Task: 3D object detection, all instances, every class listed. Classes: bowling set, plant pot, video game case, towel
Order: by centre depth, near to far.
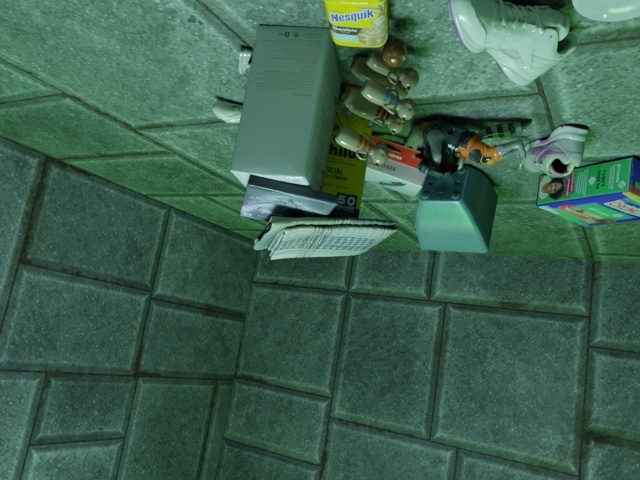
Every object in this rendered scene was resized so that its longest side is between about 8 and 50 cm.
[{"bbox_3d":[0.156,-0.313,1.173,0.154,0.287,0.200,23,151,-20],"label":"bowling set"},{"bbox_3d":[-0.083,-0.079,1.281,0.196,0.026,0.274,12,167,-9],"label":"video game case"},{"bbox_3d":[0.000,0.000,1.396,0.324,0.056,0.312,1,169,-14],"label":"towel"},{"bbox_3d":[0.458,-0.129,1.907,0.247,0.248,0.252,4,152,29],"label":"plant pot"}]

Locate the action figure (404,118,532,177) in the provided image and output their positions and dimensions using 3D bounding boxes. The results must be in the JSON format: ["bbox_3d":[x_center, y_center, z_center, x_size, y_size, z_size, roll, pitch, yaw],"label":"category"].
[{"bbox_3d":[0.407,-0.275,1.544,0.330,0.179,0.341,12,-160,17],"label":"action figure"}]

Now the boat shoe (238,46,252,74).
[{"bbox_3d":[-0.181,-0.440,1.351,0.035,0.035,0.100,13,162,-5],"label":"boat shoe"}]

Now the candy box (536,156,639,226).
[{"bbox_3d":[0.903,-0.144,1.730,0.268,0.122,0.317,16,166,-28],"label":"candy box"}]

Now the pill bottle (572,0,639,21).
[{"bbox_3d":[0.388,-0.393,0.700,0.112,0.187,0.112,9,169,2],"label":"pill bottle"}]

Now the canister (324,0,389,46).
[{"bbox_3d":[0.070,-0.440,1.035,0.126,0.073,0.170,6,170,9],"label":"canister"}]

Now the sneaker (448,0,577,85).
[{"bbox_3d":[0.352,-0.397,0.998,0.305,0.114,0.152,13,156,-40],"label":"sneaker"}]

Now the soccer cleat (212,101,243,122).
[{"bbox_3d":[-0.225,-0.379,1.641,0.196,0.068,0.076,14,153,-30],"label":"soccer cleat"}]

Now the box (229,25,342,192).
[{"bbox_3d":[-0.068,-0.278,1.259,0.168,0.345,0.215,7,168,11],"label":"box"}]

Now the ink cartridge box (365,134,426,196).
[{"bbox_3d":[0.203,-0.250,1.795,0.296,0.066,0.261,19,170,3],"label":"ink cartridge box"}]

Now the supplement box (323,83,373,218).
[{"bbox_3d":[0.025,-0.215,1.462,0.194,0.357,0.195,9,167,0],"label":"supplement box"}]

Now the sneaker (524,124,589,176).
[{"bbox_3d":[0.646,-0.228,1.534,0.103,0.111,0.252,10,169,-3],"label":"sneaker"}]
